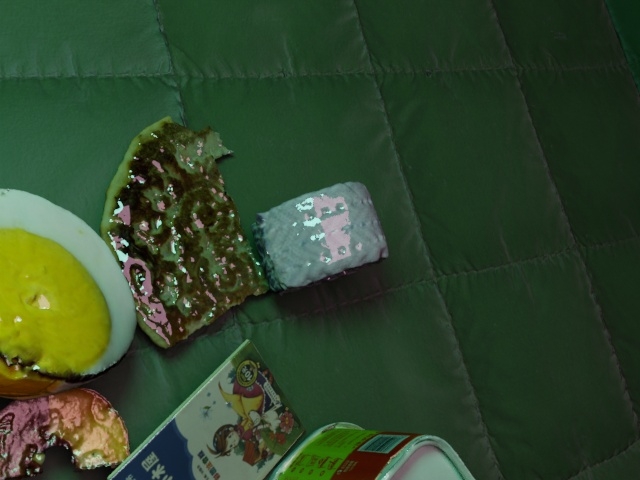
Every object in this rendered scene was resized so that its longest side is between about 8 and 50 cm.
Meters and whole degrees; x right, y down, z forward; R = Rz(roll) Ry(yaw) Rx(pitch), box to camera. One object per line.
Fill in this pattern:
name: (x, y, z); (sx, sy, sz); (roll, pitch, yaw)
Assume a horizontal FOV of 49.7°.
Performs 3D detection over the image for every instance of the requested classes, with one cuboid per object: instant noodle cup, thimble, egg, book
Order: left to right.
egg: (-0.460, 0.097, 1.020); (0.337, 0.201, 0.337); (45, 28, -32)
book: (-0.173, 0.354, 1.160); (0.322, 0.018, 0.228); (-45, 119, -33)
thimble: (0.000, 0.000, 1.304); (0.245, 0.217, 0.157); (-15, 80, -26)
instant noodle cup: (0.095, 0.447, 1.153); (0.293, 0.307, 0.294); (9, 70, -26)

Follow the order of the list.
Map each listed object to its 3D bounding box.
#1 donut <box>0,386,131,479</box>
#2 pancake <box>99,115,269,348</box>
donut: (-0.407, 0.299, 1.054); (0.217, 0.085, 0.141); (5, 71, -29)
pancake: (-0.259, -0.027, 1.272); (0.304, 0.066, 0.427); (-10, 78, -39)
